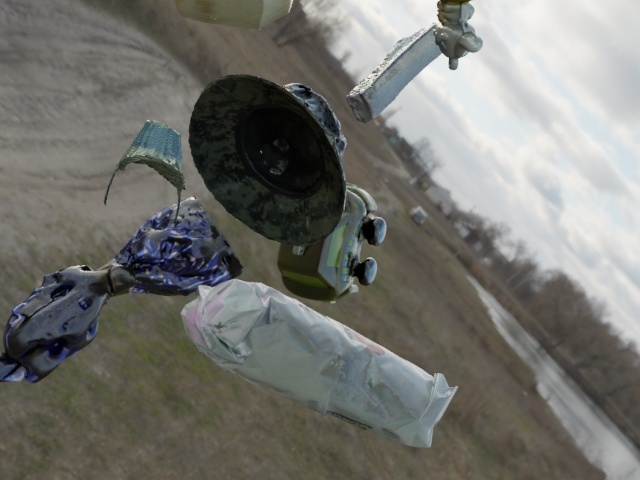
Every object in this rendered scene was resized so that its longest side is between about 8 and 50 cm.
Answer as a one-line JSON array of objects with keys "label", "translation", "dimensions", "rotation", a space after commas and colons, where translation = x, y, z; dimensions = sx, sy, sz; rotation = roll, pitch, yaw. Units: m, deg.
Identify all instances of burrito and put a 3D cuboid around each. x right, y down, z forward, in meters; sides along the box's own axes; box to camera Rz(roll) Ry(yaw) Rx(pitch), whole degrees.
[{"label": "burrito", "translation": [0.002, 0.079, 0.506], "dimensions": [0.203, 0.064, 0.064], "rotation": [29, 17, -30]}]

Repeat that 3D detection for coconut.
[{"label": "coconut", "translation": [-0.133, -0.414, 1.120], "dimensions": [0.241, 0.241, 0.241], "rotation": [49, 8, -9]}]

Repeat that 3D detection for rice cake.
[{"label": "rice cake", "translation": [0.101, -0.212, 0.987], "dimensions": [0.036, 0.206, 0.047], "rotation": [2, -51, 42]}]

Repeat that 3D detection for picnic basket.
[{"label": "picnic basket", "translation": [-0.147, -0.060, 0.698], "dimensions": [0.065, 0.083, 0.083], "rotation": [18, -5, -19]}]

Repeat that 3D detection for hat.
[{"label": "hat", "translation": [-0.040, -0.128, 1.045], "dimensions": [0.266, 0.128, 0.265], "rotation": [27, -38, 23]}]

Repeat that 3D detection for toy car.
[{"label": "toy car", "translation": [0.000, 0.000, 1.580], "dimensions": [0.204, 0.247, 0.198], "rotation": [14, 3, 24]}]

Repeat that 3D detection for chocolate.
[{"label": "chocolate", "translation": [-0.267, 0.062, 0.985], "dimensions": [0.126, 0.343, 0.148], "rotation": [59, -18, 7]}]

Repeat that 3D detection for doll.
[{"label": "doll", "translation": [0.151, -0.249, 0.887], "dimensions": [0.135, 0.072, 0.113], "rotation": [152, -68, -86]}]
